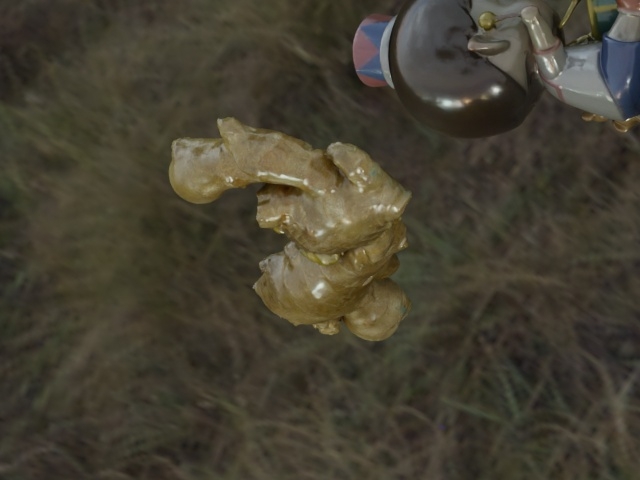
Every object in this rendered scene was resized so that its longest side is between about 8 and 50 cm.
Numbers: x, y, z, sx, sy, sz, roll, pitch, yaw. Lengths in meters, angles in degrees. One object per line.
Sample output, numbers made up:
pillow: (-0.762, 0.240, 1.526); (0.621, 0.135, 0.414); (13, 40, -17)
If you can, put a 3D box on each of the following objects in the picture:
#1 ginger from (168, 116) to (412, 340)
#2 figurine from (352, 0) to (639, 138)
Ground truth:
ginger: (0.000, 0.000, 0.996); (0.176, 0.193, 0.053); (-19, 50, 56)
figurine: (0.158, -0.168, 1.561); (0.275, 0.161, 0.158); (-4, 72, 16)
